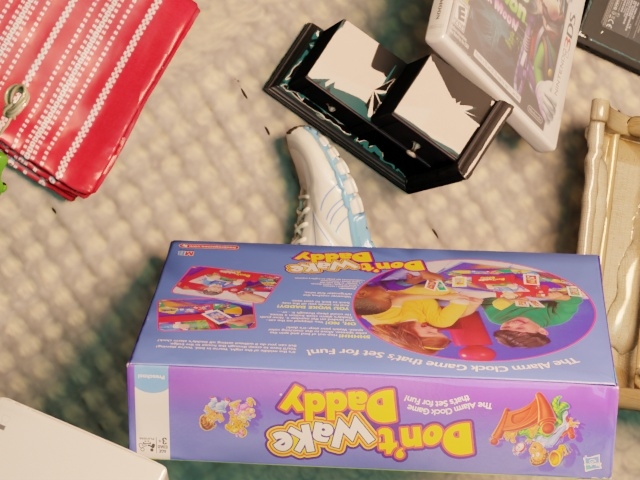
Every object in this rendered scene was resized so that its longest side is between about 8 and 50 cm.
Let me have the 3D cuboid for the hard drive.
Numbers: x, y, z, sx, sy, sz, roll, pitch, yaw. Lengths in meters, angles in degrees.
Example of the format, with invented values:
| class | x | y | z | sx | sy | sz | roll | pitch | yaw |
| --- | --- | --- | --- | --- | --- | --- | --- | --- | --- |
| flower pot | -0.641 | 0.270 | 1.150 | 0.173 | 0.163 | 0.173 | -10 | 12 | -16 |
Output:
| class | x | y | z | sx | sy | sz | roll | pitch | yaw |
| --- | --- | --- | --- | --- | --- | --- | --- | --- | --- |
| hard drive | 0.295 | -0.191 | 1.750 | 0.135 | 0.022 | 0.094 | 23 | 82 | -12 |

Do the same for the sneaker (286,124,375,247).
| class | x | y | z | sx | sy | sz | roll | pitch | yaw |
| --- | --- | --- | --- | --- | --- | --- | --- | --- | --- |
| sneaker | 0.000 | 0.000 | 1.641 | 0.083 | 0.071 | 0.191 | -22 | 93 | -9 |

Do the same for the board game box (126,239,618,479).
| class | x | y | z | sx | sy | sz | roll | pitch | yaw |
| --- | --- | --- | --- | --- | --- | --- | --- | --- | --- |
| board game box | 0.042 | 0.084 | 1.508 | 0.347 | 0.233 | 0.078 | 2 | 113 | 4 |

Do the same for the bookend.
| class | x | y | z | sx | sy | sz | roll | pitch | yaw |
| --- | --- | --- | --- | --- | --- | --- | --- | --- | --- |
| bookend | 0.053 | -0.115 | 1.613 | 0.156 | 0.157 | 0.072 | 35 | 79 | -11 |

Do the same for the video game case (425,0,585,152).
| class | x | y | z | sx | sy | sz | roll | pitch | yaw |
| --- | --- | --- | --- | --- | --- | --- | --- | --- | --- |
| video game case | 0.158 | -0.192 | 1.640 | 0.190 | 0.022 | 0.173 | 38 | 57 | -45 |

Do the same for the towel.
| class | x | y | z | sx | sy | sz | roll | pitch | yaw |
| --- | --- | --- | --- | --- | --- | --- | --- | --- | --- |
| towel | -0.254 | -0.181 | 1.601 | 0.275 | 0.031 | 0.199 | 33 | 79 | -11 |

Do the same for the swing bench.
| class | x | y | z | sx | sy | sz | roll | pitch | yaw |
| --- | --- | --- | --- | --- | --- | --- | --- | --- | --- |
| swing bench | 0.342 | 0.027 | 1.666 | 0.254 | 0.165 | 0.253 | 7 | 86 | 22 |

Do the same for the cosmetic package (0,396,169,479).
| class | x | y | z | sx | sy | sz | roll | pitch | yaw |
| --- | --- | --- | --- | --- | --- | --- | --- | --- | --- |
| cosmetic package | -0.210 | 0.265 | 1.461 | 0.138 | 0.225 | 0.224 | 23 | 72 | 5 |

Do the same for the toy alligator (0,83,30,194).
| class | x | y | z | sx | sy | sz | roll | pitch | yaw |
| --- | --- | --- | --- | --- | --- | --- | --- | --- | --- |
| toy alligator | -0.274 | -0.036 | 1.571 | 0.190 | 0.056 | 0.051 | -54 | 142 | 0 |
